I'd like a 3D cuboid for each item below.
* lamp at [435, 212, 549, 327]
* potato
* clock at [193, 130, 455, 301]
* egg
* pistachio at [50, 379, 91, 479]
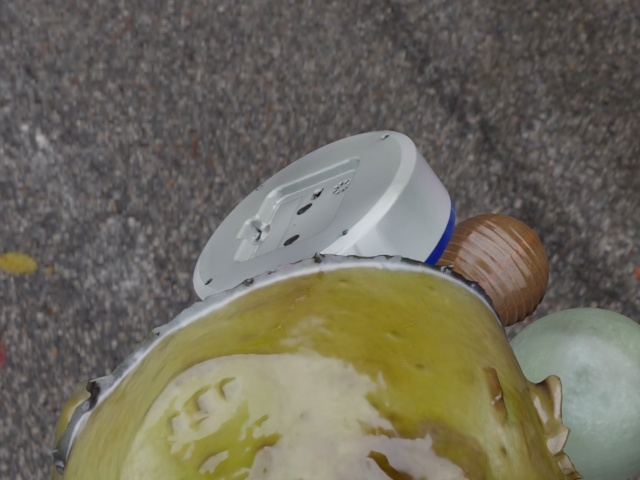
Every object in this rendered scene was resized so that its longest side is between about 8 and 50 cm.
[{"bbox_3d":[0.195,0.036,1.456,0.136,0.136,0.136,3,57,-5],"label":"lamp"},{"bbox_3d":[-0.010,0.173,0.644,0.246,0.299,0.196,14,38,-19],"label":"potato"},{"bbox_3d":[0.000,0.000,1.103,0.230,0.230,0.083,-49,115,-30],"label":"clock"},{"bbox_3d":[0.372,0.230,1.828,0.258,0.352,0.258,1,66,-1],"label":"egg"},{"bbox_3d":[-0.237,0.297,1.491,0.166,0.288,0.197,4,12,-17],"label":"pistachio"}]
